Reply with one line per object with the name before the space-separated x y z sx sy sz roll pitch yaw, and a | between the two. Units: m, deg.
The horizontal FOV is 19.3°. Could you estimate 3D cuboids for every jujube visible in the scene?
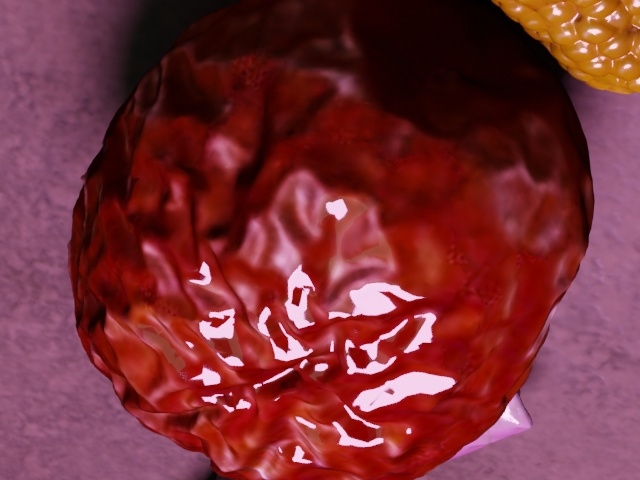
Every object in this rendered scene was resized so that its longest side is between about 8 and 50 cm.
jujube | 0.000 0.000 0.821 0.213 0.213 0.232 28 132 -6

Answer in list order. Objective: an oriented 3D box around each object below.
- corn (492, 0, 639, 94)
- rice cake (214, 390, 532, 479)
corn | 0.073 -0.154 0.723 0.097 0.097 0.261 -23 124 35
rice cake | 0.012 0.121 1.023 0.270 0.049 0.055 -30 116 37
